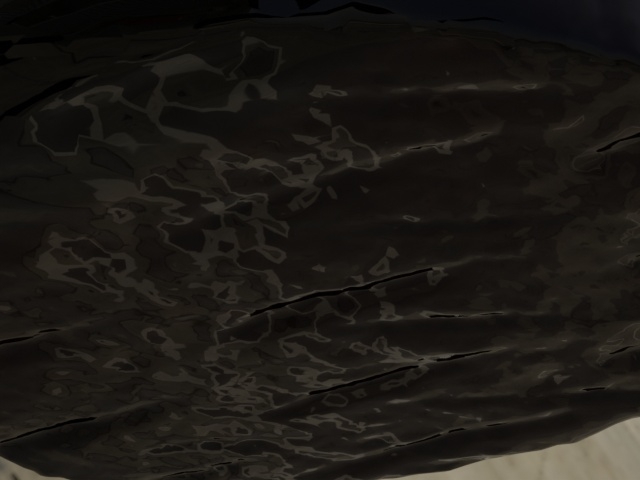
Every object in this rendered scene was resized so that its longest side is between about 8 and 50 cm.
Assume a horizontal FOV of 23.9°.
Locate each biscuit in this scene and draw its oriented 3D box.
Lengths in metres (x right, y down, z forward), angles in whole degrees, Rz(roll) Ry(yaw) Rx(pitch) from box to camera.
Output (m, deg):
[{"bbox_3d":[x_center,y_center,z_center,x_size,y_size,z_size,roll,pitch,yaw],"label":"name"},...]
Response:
[{"bbox_3d":[0.000,0.000,0.630,0.407,0.407,0.091,42,38,-52],"label":"biscuit"}]
